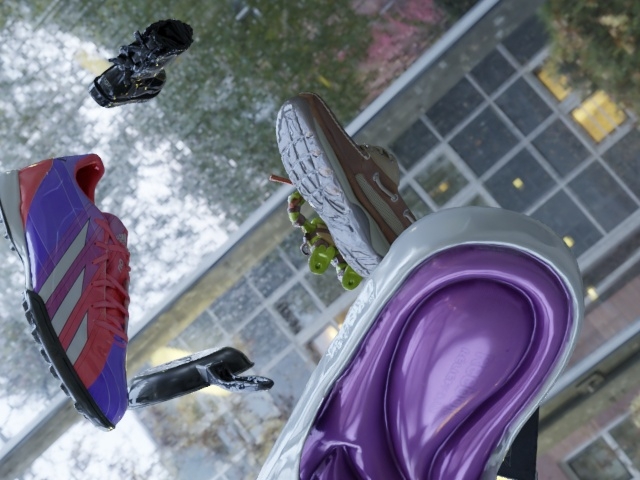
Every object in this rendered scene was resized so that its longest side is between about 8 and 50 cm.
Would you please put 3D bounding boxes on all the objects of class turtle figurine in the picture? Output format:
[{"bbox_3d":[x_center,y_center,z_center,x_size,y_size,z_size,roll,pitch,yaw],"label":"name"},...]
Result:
[{"bbox_3d":[0.000,0.000,1.711,0.269,0.087,0.217,43,-168,-23],"label":"turtle figurine"}]

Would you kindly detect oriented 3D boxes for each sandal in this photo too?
[{"bbox_3d":[0.040,0.168,0.578,0.169,0.416,0.102,11,-149,-2],"label":"sandal"}]

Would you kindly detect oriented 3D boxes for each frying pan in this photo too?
[{"bbox_3d":[-0.178,0.188,1.220,0.326,0.197,0.053,158,94,-80],"label":"frying pan"}]

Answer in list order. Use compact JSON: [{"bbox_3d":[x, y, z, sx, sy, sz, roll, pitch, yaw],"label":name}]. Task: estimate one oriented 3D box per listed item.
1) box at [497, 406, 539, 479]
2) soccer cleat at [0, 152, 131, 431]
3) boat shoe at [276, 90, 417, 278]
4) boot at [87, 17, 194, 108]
[{"bbox_3d":[0.162,0.194,1.057,0.158,0.093,0.156,17,-117,-12],"label":"box"},{"bbox_3d":[-0.234,0.037,0.916,0.109,0.116,0.318,80,165,-56],"label":"soccer cleat"},{"bbox_3d":[0.046,-0.084,1.285,0.123,0.116,0.324,21,150,46],"label":"boat shoe"},{"bbox_3d":[-0.160,-0.174,0.880,0.045,0.099,0.121,53,-152,-3],"label":"boot"}]
